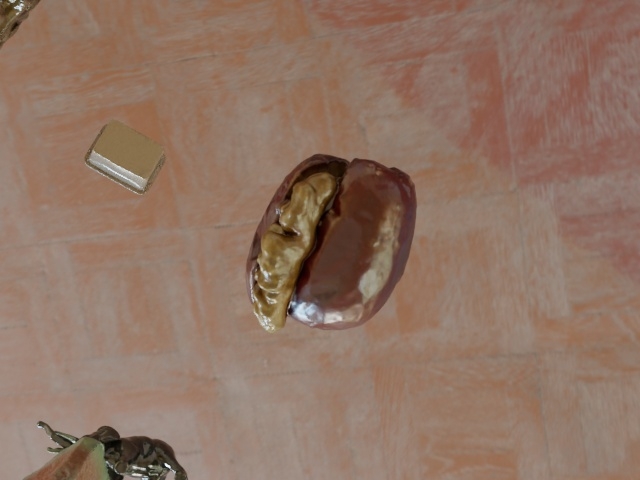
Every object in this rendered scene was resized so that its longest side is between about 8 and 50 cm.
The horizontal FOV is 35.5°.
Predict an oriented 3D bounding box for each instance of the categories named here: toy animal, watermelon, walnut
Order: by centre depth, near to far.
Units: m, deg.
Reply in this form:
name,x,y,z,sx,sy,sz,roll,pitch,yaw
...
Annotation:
name,x,y,z,sx,sy,sz,roll,pitch,yaw
watermelon,-0.384,0.409,1.405,0.140,0.256,0.192,-6,107,5
walnut,0.000,0.000,1.423,0.222,0.244,0.268,31,111,42
toy animal,-0.353,0.379,1.714,0.270,0.137,0.082,19,104,-22

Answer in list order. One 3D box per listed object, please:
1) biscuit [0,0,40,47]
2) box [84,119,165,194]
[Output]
name,x,y,z,sx,sy,sz,roll,pitch,yaw
biscuit,-0.537,-0.317,1.486,0.115,0.366,0.268,42,109,-14
box,-0.328,-0.145,1.692,0.122,0.062,0.089,29,68,-8
